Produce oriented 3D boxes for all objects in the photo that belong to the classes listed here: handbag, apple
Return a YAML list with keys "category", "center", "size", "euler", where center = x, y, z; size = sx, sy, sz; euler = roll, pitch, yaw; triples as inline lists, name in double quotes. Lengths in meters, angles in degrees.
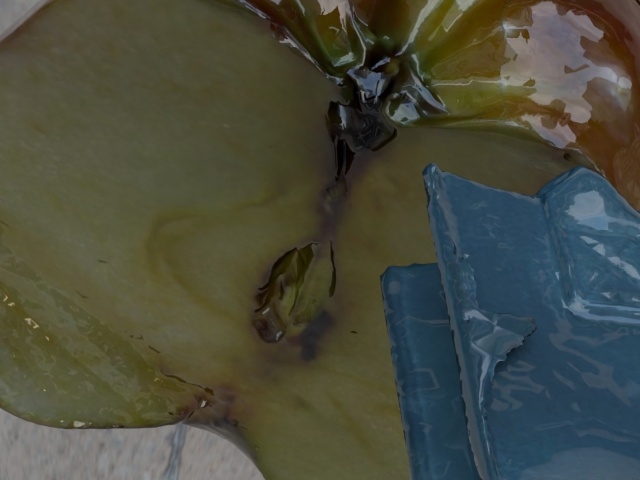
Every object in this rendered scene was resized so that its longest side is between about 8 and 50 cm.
- category: "handbag"
  center: [0.138, 0.053, 0.452]
  size: [0.229, 0.062, 0.179]
  euler: [7, 38, -12]
- category: "apple"
  center: [0.000, 0.000, 0.742]
  size: [0.328, 0.365, 0.295]
  euler: [-12, 59, -25]
